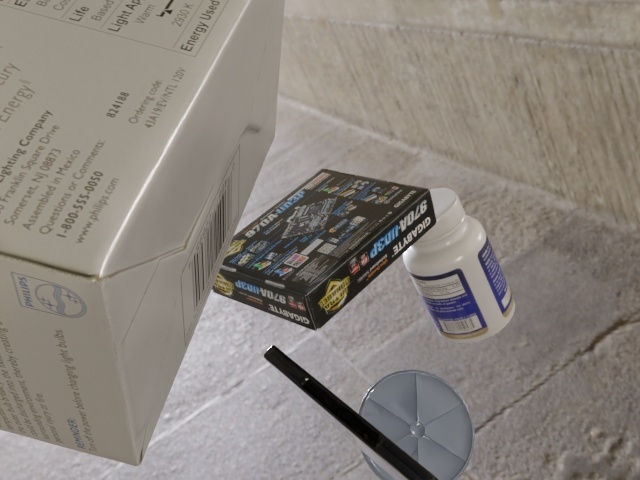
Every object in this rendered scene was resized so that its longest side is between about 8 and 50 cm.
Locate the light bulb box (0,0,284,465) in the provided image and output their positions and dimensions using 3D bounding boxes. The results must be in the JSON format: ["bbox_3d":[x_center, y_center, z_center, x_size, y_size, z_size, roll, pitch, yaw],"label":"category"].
[{"bbox_3d":[-0.242,-0.084,0.557,0.360,0.225,0.358,14,49,4],"label":"light bulb box"}]

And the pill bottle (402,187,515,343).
[{"bbox_3d":[0.171,0.031,1.015,0.112,0.187,0.112,-22,27,12],"label":"pill bottle"}]

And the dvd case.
[{"bbox_3d":[0.055,0.221,0.857,0.022,0.180,0.253,-47,48,-11],"label":"dvd case"}]

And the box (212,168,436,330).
[{"bbox_3d":[0.000,0.000,0.902,0.175,0.051,0.220,15,43,42],"label":"box"}]

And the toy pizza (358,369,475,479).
[{"bbox_3d":[0.155,0.313,1.284,0.201,0.201,0.032,-39,-10,-23],"label":"toy pizza"}]
